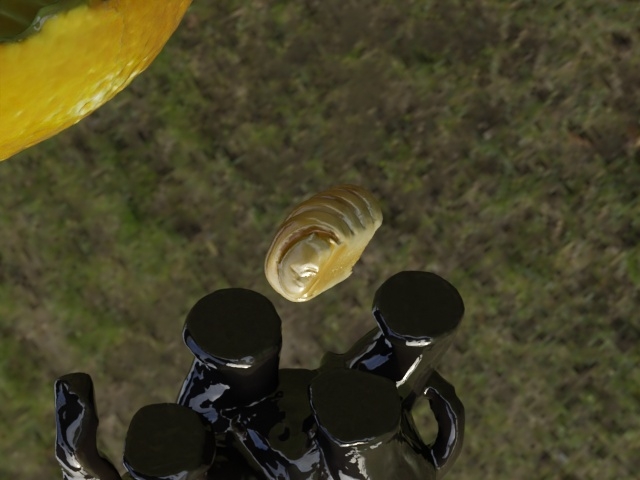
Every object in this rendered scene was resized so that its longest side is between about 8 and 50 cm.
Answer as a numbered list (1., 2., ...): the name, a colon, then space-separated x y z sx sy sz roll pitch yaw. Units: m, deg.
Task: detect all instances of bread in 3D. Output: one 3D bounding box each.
1. bread: 0.000 0.000 1.644 0.084 0.177 0.119 39 114 9

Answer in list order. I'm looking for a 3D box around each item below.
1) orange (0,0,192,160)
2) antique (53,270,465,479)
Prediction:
1. orange: -0.222 -0.135 0.590 0.335 0.262 0.196 30 115 -9
2. antique: -0.039 0.175 1.153 0.255 0.322 0.185 97 161 -49
